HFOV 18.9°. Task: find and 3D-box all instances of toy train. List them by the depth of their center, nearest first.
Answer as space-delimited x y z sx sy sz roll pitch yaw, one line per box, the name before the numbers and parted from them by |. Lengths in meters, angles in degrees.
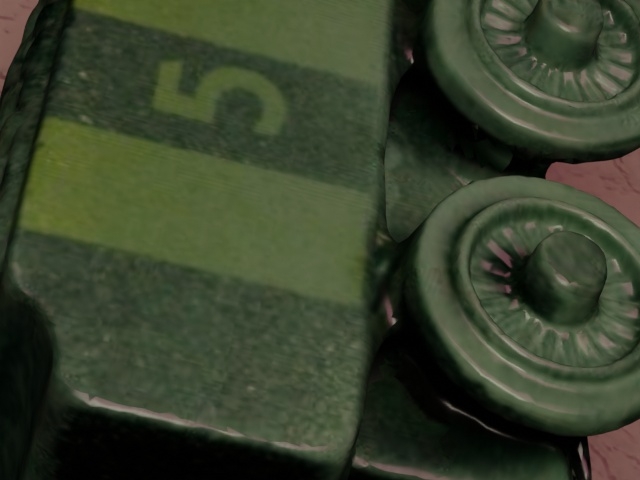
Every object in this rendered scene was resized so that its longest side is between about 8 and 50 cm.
toy train | 0.000 0.000 0.663 0.238 0.167 0.299 13 47 -9
